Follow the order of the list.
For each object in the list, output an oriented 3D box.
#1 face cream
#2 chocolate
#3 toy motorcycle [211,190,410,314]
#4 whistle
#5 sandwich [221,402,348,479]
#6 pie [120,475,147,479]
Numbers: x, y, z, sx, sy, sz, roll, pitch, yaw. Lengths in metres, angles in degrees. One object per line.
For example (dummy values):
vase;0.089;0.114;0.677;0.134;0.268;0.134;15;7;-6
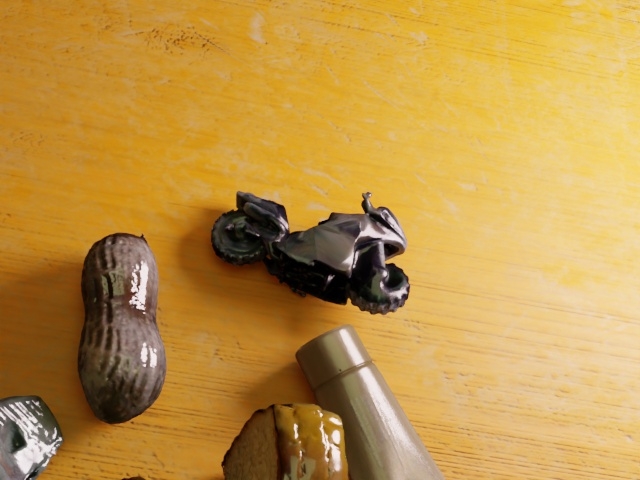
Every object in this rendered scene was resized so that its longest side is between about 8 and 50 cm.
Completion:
face cream;0.081;0.268;1.524;0.137;0.084;0.341;-20;75;-32
chocolate;-0.240;0.100;1.519;0.110;0.110;0.248;-2;65;-14
toy motorcycle;0.000;0.000;1.631;0.270;0.106;0.159;21;55;11
whistle;-0.423;0.268;1.359;0.348;0.189;0.189;-33;73;-37
sandwich;-0.039;0.337;1.341;0.099;0.271;0.301;8;61;-18
pie;-0.222;0.417;1.298;0.354;0.103;0.288;-33;66;6
